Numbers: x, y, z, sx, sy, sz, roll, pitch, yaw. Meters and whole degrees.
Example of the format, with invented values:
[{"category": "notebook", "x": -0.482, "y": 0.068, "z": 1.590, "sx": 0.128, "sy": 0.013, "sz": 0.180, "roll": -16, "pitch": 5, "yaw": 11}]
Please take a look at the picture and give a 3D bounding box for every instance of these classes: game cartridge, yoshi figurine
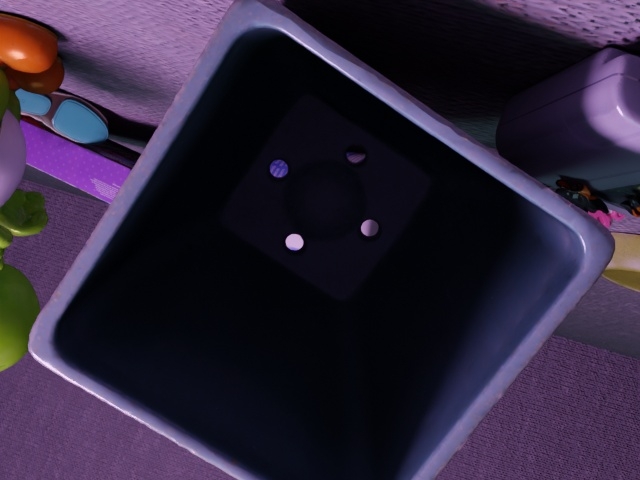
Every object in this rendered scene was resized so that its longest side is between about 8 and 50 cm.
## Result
[{"category": "game cartridge", "x": 0.271, "y": -0.037, "z": 0.569, "sx": 0.294, "sy": 0.060, "sz": 0.196, "roll": 18, "pitch": 179, "yaw": -9}, {"category": "yoshi figurine", "x": -0.322, "y": -0.024, "z": 0.861, "sx": 0.203, "sy": 0.362, "sz": 0.204, "roll": 12, "pitch": 172, "yaw": 38}]

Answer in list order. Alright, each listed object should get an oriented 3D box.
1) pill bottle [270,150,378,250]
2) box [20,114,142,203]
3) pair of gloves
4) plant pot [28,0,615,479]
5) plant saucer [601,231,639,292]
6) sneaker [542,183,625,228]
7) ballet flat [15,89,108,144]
[{"category": "pill bottle", "x": -0.022, "y": -0.032, "z": 0.988, "sx": 0.272, "sy": 0.152, "sz": 0.152, "roll": 14, "pitch": 174, "yaw": 35}, {"category": "box", "x": -0.295, "y": -0.101, "z": 1.253, "sx": 0.293, "sy": 0.057, "sz": 0.201, "roll": 24, "pitch": -173, "yaw": 21}, {"category": "pair of gloves", "x": 0.202, "y": -0.022, "z": 0.608, "sx": 0.083, "sy": 0.010, "sz": 0.074, "roll": 15, "pitch": 175, "yaw": 27}, {"category": "plant pot", "x": 0.000, "y": 0.000, "z": 0.616, "sx": 0.248, "sy": 0.247, "sz": 0.252, "roll": 33, "pitch": -166, "yaw": -7}, {"category": "plant saucer", "x": 0.414, "y": 0.043, "z": 1.019, "sx": 0.241, "sy": 0.037, "sz": 0.241, "roll": 17, "pitch": 175, "yaw": 1}, {"category": "sneaker", "x": 0.186, "y": -0.042, "z": 0.761, "sx": 0.170, "sy": 0.074, "sz": 0.063, "roll": -15, "pitch": 137, "yaw": 36}, {"category": "ballet flat", "x": -0.343, "y": -0.175, "z": 1.131, "sx": 0.168, "sy": 0.057, "sz": 0.052, "roll": 26, "pitch": -160, "yaw": -41}]
